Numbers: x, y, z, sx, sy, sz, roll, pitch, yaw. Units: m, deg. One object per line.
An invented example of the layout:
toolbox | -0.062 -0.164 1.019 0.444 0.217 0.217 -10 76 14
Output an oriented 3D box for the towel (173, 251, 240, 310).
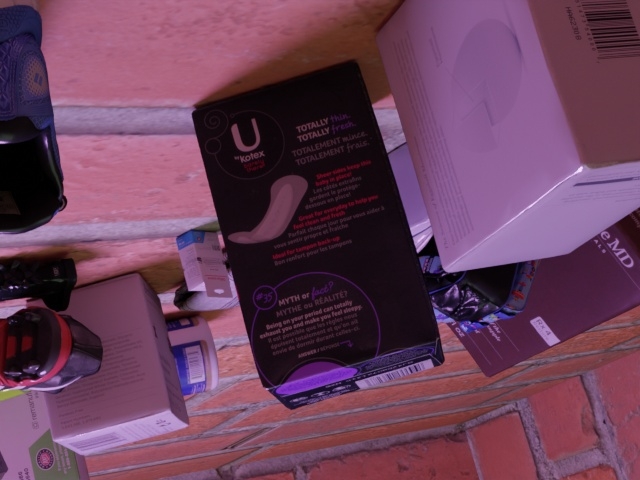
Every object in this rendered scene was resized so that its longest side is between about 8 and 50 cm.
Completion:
towel | 0.010 0.019 1.762 0.312 0.056 0.324 -5 161 -33

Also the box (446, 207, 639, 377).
box | 0.293 0.019 1.714 0.143 0.191 0.381 -37 179 -36

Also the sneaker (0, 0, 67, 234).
sneaker | -0.267 -0.060 1.024 0.130 0.147 0.330 -10 165 -19

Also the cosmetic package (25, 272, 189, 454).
cosmetic package | -0.269 0.159 1.738 0.151 0.183 0.151 -15 165 0

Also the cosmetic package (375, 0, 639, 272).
cosmetic package | 0.171 -0.121 1.086 0.138 0.224 0.225 -7 163 -26

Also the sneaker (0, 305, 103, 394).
sneaker | -0.368 0.136 1.627 0.276 0.097 0.135 -7 165 37

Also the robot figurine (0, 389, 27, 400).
robot figurine | -0.435 0.185 1.892 0.115 0.067 0.101 -19 156 11

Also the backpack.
backpack | 0.161 0.031 1.612 0.117 0.158 0.173 33 146 -20

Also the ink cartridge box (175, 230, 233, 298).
ink cartridge box | -0.136 0.033 1.606 0.028 0.083 0.048 -26 161 33

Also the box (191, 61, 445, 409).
box | 0.000 0.000 1.262 0.165 0.270 0.143 -16 165 3

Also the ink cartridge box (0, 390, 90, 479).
ink cartridge box | -0.494 0.300 1.994 0.273 0.198 0.115 -15 165 -4

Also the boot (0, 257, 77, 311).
boot | -0.337 0.055 1.567 0.099 0.045 0.121 -8 161 -22

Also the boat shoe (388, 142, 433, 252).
boat shoe | 0.095 -0.034 1.557 0.084 0.095 0.258 -10 157 -43

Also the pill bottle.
pill bottle | -0.249 0.179 1.968 0.187 0.112 0.112 -10 164 -16
